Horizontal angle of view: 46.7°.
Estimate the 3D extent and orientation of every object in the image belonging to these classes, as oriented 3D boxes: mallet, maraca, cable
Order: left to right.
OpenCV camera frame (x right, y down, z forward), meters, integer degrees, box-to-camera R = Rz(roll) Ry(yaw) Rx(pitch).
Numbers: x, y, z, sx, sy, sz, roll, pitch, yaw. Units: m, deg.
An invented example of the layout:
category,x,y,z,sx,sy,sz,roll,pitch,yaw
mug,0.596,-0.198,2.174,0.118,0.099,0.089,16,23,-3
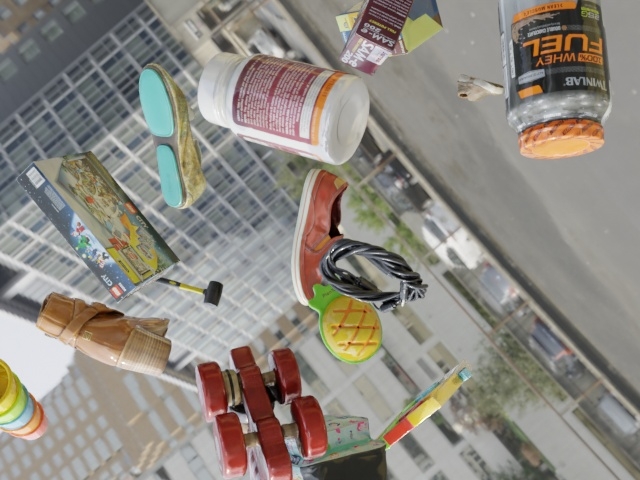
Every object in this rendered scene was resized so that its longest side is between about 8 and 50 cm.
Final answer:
category,x,y,z,sx,sy,sz,roll,pitch,yaw
mallet,-0.324,0.101,1.767,0.190,0.062,0.039,22,157,1
maraca,0.052,0.158,1.491,0.185,0.127,0.099,60,159,-1
cable,0.084,0.059,1.196,0.150,0.047,0.184,-11,137,44

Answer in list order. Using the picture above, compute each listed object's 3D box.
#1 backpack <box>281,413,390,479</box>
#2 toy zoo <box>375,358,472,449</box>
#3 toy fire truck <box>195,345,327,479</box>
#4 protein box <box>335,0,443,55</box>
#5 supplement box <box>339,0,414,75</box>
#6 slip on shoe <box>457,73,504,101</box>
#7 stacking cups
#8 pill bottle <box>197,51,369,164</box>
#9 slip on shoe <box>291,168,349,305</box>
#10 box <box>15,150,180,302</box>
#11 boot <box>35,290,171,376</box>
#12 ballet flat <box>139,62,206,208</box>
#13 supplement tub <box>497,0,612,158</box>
category,x,y,z,sx,sy,sz,roll,pitch,yaw
backpack,0.000,0.479,1.604,0.253,0.225,0.191,-27,71,58
toy zoo,0.234,0.368,1.660,0.030,0.293,0.192,47,-145,10
toy fire truck,-0.106,0.341,1.265,0.302,0.169,0.254,-123,30,-52
protein box,0.193,-0.608,2.063,0.201,0.200,0.136,5,125,42
supplement box,0.117,-0.414,1.251,0.073,0.239,0.130,23,170,-8
slip on shoe,0.278,-0.265,1.307,0.051,0.041,0.135,11,-165,-22
stacking cups,-0.552,0.288,1.320,0.096,0.096,0.316,49,161,15
pill bottle,-0.096,-0.343,1.862,0.392,0.224,0.224,19,166,24
slip on shoe,0.000,0.000,1.733,0.101,0.331,0.123,13,-165,15
box,-0.332,-0.027,1.133,0.233,0.044,0.159,51,-162,-1
boot,-0.384,0.158,1.300,0.220,0.109,0.283,24,180,-15
ballet flat,-0.335,-0.247,1.723,0.123,0.123,0.348,-131,31,-61
supplement tub,0.474,-0.348,1.499,0.207,0.207,0.338,51,-144,-79
